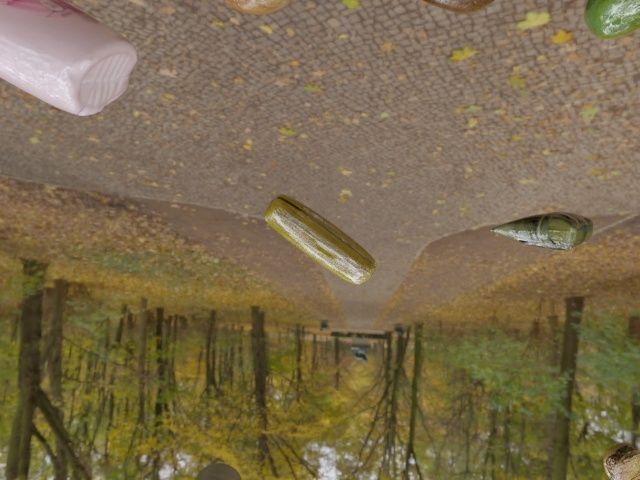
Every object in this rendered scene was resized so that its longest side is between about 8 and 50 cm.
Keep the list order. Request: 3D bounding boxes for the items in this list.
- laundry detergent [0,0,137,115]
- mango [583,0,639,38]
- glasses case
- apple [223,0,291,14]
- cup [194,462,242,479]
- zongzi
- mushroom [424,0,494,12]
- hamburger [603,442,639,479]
[{"bbox_3d":[-0.351,-0.239,0.488,0.335,0.088,0.159,30,-161,-7],"label":"laundry detergent"},{"bbox_3d":[0.417,-0.331,0.637,0.191,0.085,0.122,-40,174,31],"label":"mango"},{"bbox_3d":[0.000,0.000,0.967,0.234,0.064,0.079,36,142,-6],"label":"glasses case"},{"bbox_3d":[-0.112,-0.512,0.907,0.211,0.188,0.211,30,156,15],"label":"apple"},{"bbox_3d":[-0.161,0.403,0.770,0.120,0.120,0.141,4,-167,-7],"label":"cup"},{"bbox_3d":[0.315,-0.015,0.737,0.113,0.052,0.104,3,-176,41],"label":"zongzi"},{"bbox_3d":[0.212,-0.557,0.957,0.267,0.267,0.254,1,136,13],"label":"mushroom"},{"bbox_3d":[0.604,0.447,1.037,0.076,0.083,0.044,-22,-157,-11],"label":"hamburger"}]
